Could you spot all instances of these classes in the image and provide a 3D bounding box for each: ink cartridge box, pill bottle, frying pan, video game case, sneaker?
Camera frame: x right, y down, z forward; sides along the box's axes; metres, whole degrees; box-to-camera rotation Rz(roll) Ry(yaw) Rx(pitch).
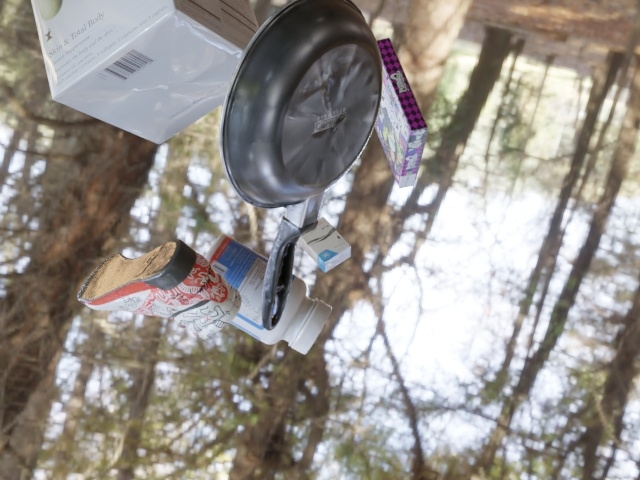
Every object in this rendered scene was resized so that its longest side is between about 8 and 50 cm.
[{"bbox_3d":[0.000,0.000,1.309,0.048,0.028,0.083,-32,-121,-18],"label":"ink cartridge box"},{"bbox_3d":[-0.098,0.094,1.507,0.221,0.124,0.124,31,-167,-2],"label":"pill bottle"},{"bbox_3d":[-0.030,-0.055,0.804,0.053,0.326,0.197,27,-168,32],"label":"frying pan"},{"bbox_3d":[0.151,-0.256,1.866,0.041,0.210,0.232,-14,-116,-9],"label":"video game case"},{"bbox_3d":[-0.225,0.084,1.287,0.270,0.090,0.145,-15,131,46],"label":"sneaker"}]

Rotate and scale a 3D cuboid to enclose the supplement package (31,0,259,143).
[{"bbox_3d":[-0.222,-0.301,1.147,0.199,0.263,0.198,-28,156,23],"label":"supplement package"}]
